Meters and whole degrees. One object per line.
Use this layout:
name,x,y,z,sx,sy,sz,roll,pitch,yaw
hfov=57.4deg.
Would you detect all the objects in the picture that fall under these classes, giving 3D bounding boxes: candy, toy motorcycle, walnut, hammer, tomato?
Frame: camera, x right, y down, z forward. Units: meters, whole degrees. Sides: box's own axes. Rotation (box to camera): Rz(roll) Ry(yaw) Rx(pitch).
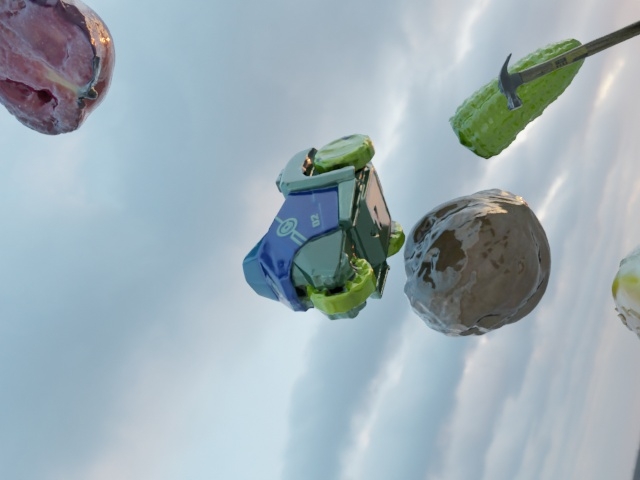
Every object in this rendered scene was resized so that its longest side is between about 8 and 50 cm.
candy,0.289,-0.210,0.849,0.209,0.097,0.096,-40,-25,21
toy motorcycle,0.000,0.000,0.849,0.326,0.199,0.191,-68,-39,-54
walnut,0.269,0.038,1.007,0.273,0.227,0.273,-25,-26,-13
hammer,0.292,-0.216,0.679,0.017,0.182,0.062,10,-124,-85
tomato,-0.581,-0.414,1.270,0.335,0.289,0.176,-52,9,41

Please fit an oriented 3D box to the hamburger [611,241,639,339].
hamburger,0.375,0.070,0.427,0.227,0.295,0.151,21,-83,-46
